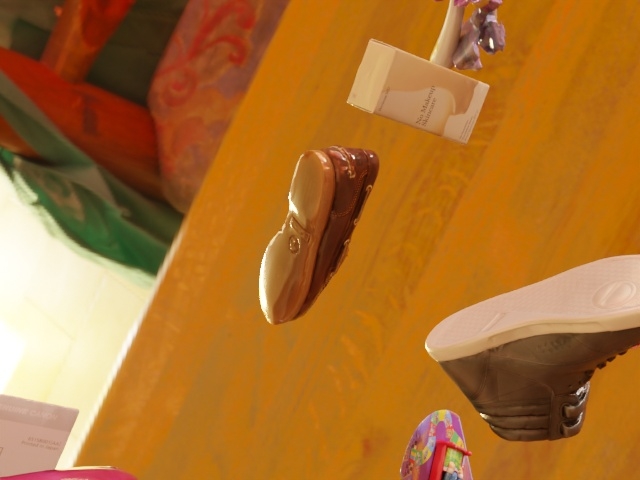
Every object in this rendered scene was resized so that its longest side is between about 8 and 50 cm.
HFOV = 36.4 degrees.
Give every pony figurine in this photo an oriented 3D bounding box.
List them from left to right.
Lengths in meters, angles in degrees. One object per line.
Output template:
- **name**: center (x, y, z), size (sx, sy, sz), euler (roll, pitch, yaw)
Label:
- **pony figurine**: center (0.213, -0.414, 1.346), size (0.302, 0.363, 0.351), euler (-4, 55, -5)

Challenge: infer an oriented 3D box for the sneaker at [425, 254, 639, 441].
- **sneaker**: center (0.265, 0.115, 0.978), size (0.295, 0.104, 0.147), euler (-20, 111, 33)

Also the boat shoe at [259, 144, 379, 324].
- **boat shoe**: center (0.000, 0.000, 0.924), size (0.073, 0.073, 0.207), euler (56, 139, 33)

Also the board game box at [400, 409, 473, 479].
- **board game box**: center (0.148, 0.278, 1.104), size (0.033, 0.133, 0.169), euler (0, 111, 38)

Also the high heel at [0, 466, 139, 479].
- **high heel**: center (-0.340, 0.268, 0.871), size (0.181, 0.377, 0.127), euler (-138, 56, -71)

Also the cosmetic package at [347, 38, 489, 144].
- **cosmetic package**: center (0.086, -0.127, 0.842), size (0.041, 0.115, 0.060), euler (34, 108, 50)

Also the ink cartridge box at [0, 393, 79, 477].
- **ink cartridge box**: center (-0.404, 0.234, 0.936), size (0.060, 0.275, 0.239), euler (28, 97, 56)
